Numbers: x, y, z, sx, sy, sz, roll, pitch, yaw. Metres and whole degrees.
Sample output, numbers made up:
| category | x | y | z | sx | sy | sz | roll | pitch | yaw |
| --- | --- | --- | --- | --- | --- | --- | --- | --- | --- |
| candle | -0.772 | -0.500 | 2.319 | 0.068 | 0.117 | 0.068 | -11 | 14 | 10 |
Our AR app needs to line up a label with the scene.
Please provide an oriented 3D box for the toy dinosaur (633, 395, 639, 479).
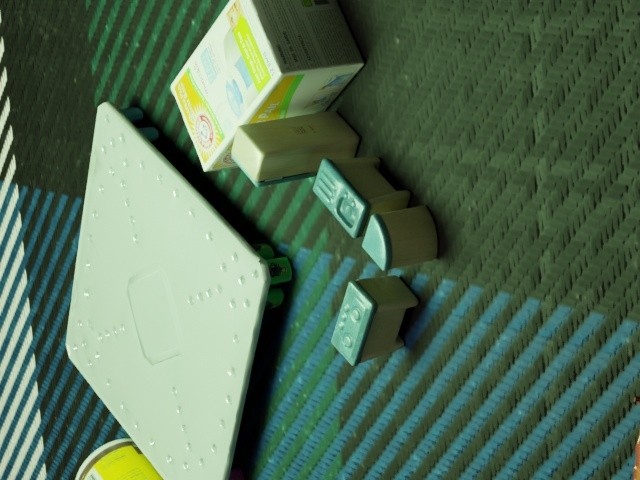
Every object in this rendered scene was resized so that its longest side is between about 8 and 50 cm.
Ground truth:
| category | x | y | z | sx | sy | sz | roll | pitch | yaw |
| --- | --- | --- | --- | --- | --- | --- | --- | --- | --- |
| toy dinosaur | 0.273 | 0.182 | 1.479 | 0.090 | 0.047 | 0.082 | 41 | 109 | 4 |

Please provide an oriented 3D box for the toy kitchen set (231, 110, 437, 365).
| category | x | y | z | sx | sy | sz | roll | pitch | yaw |
| --- | --- | --- | --- | --- | --- | --- | --- | --- | --- |
| toy kitchen set | 0.000 | 0.000 | 1.783 | 0.207 | 0.122 | 0.166 | 50 | 137 | 37 |

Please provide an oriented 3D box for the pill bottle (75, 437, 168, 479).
| category | x | y | z | sx | sy | sz | roll | pitch | yaw |
| --- | --- | --- | --- | --- | --- | --- | --- | --- | --- |
| pill bottle | -0.212 | 0.349 | 2.206 | 0.215 | 0.117 | 0.117 | 44 | 133 | 43 |

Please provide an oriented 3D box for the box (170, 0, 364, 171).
| category | x | y | z | sx | sy | sz | roll | pitch | yaw |
| --- | --- | --- | --- | --- | --- | --- | --- | --- | --- |
| box | -0.059 | -0.171 | 1.838 | 0.203 | 0.103 | 0.114 | -46 | 61 | 52 |

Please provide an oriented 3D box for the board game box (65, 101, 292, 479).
| category | x | y | z | sx | sy | sz | roll | pitch | yaw |
| --- | --- | --- | --- | --- | --- | --- | --- | --- | --- |
| board game box | -0.181 | 0.087 | 2.148 | 0.390 | 0.050 | 0.390 | 44 | 133 | 41 |
